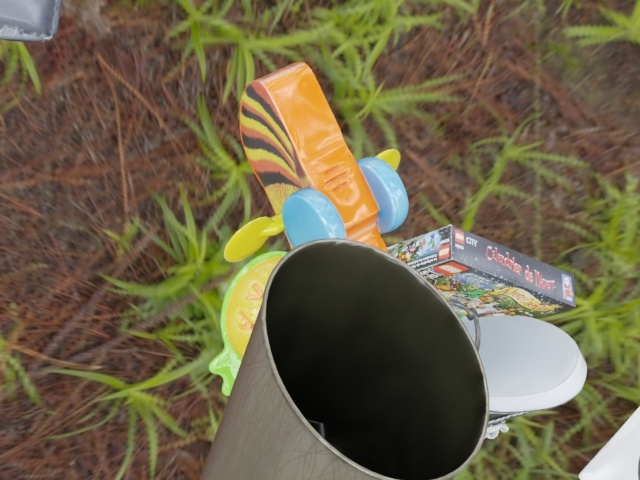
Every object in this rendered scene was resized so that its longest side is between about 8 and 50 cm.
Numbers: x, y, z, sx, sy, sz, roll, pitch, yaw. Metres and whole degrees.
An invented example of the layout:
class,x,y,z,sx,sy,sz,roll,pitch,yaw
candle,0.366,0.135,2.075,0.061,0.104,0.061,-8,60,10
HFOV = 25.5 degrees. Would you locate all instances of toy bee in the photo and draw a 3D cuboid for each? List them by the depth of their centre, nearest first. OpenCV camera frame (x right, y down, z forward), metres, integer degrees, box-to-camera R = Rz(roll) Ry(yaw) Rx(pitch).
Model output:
class,x,y,z,sx,sy,sz,roll,pitch,yaw
toy bee,0.000,0.000,1.281,0.195,0.162,0.298,-4,72,-27

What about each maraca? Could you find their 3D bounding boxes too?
class,x,y,z,sx,sy,sz,roll,pitch,yaw
maraca,-0.061,0.102,1.664,0.127,0.099,0.185,19,96,-15

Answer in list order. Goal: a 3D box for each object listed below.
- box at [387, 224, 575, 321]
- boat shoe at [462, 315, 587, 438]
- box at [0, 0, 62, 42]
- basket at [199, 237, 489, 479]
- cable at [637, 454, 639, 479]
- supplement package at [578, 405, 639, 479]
class,x,y,z,sx,sy,sz,roll,pitch,yaw
box,0.173,0.052,1.700,0.233,0.159,0.044,20,62,-40
boat shoe,0.153,0.154,1.463,0.105,0.306,0.113,55,48,-27
box,-0.185,-0.226,0.473,0.183,0.294,0.296,7,94,-26
basket,-0.003,0.148,0.980,0.154,0.227,0.204,7,44,-22
cable,0.325,0.288,1.254,0.072,0.139,0.287,-27,105,-42
supplement package,0.446,0.298,1.670,0.194,0.203,0.149,43,96,29
